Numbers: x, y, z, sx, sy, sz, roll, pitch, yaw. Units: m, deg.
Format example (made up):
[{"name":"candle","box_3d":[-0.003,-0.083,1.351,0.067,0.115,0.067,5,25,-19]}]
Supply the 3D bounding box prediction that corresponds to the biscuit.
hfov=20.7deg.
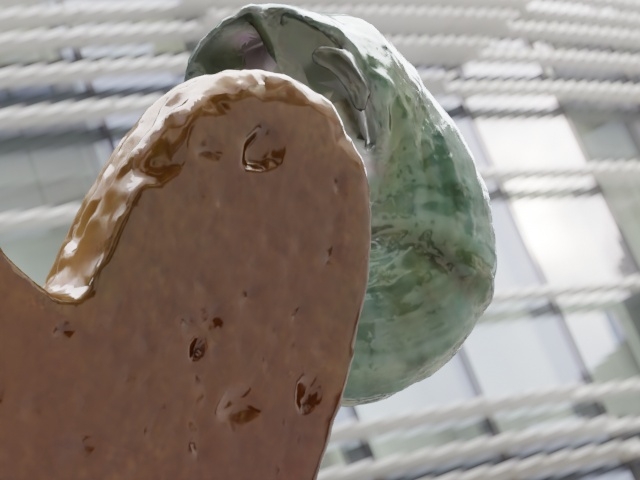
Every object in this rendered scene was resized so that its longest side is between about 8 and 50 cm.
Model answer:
[{"name":"biscuit","box_3d":[-0.106,0.043,0.580,0.052,0.262,0.277,6,-13,46]}]

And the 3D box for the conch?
[{"name":"conch","box_3d":[0.000,0.000,1.074,0.220,0.195,0.277,19,-54,-2]}]
